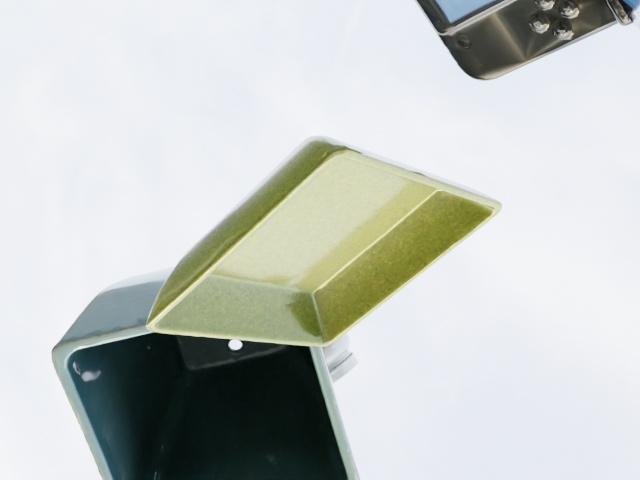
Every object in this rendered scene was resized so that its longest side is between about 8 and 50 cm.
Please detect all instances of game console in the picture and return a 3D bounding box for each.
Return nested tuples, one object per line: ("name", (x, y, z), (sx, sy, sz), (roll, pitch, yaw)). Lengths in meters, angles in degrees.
("game console", (0.102, -0.235, 0.657), (0.250, 0.293, 0.173), (-20, -156, 46))

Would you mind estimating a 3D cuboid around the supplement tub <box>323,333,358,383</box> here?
("supplement tub", (-0.041, 0.159, 1.575), (0.144, 0.144, 0.199), (-36, -93, 24))

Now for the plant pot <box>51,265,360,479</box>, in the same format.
("plant pot", (-0.109, 0.131, 1.008), (0.247, 0.247, 0.252), (-14, -157, 4))

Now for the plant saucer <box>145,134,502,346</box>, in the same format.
("plant saucer", (0.000, 0.000, 0.628), (0.188, 0.188, 0.045), (-41, -122, 27))
